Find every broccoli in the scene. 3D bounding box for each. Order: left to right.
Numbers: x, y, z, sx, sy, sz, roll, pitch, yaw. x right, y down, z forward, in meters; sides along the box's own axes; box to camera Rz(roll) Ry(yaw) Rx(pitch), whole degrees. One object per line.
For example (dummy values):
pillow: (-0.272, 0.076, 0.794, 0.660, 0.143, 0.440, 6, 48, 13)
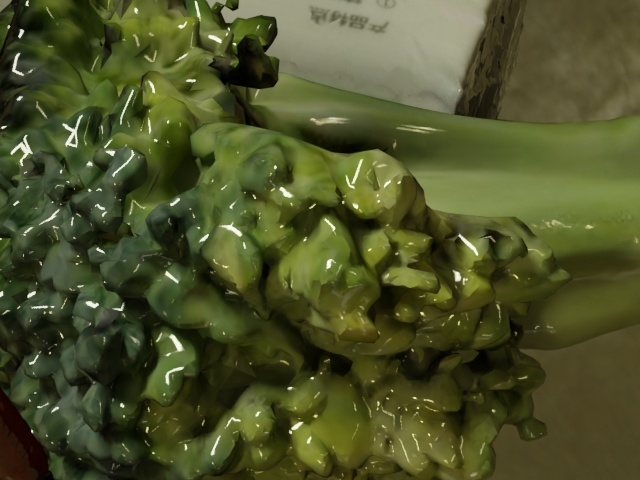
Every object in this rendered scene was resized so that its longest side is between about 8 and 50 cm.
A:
broccoli: (0.000, 0.000, 0.559, 0.243, 0.263, 0.247, -8, 64, -9)

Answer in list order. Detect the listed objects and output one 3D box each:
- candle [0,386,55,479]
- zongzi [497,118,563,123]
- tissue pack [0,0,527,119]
candle: (-0.076, 0.034, 0.373, 0.021, 0.167, 0.026, -2, 62, 7)
zongzi: (0.248, -0.026, 1.007, 0.247, 0.241, 0.111, -17, 47, 56)
tissue pack: (-0.084, -0.111, 0.882, 0.356, 0.194, 0.266, 13, 42, 8)
